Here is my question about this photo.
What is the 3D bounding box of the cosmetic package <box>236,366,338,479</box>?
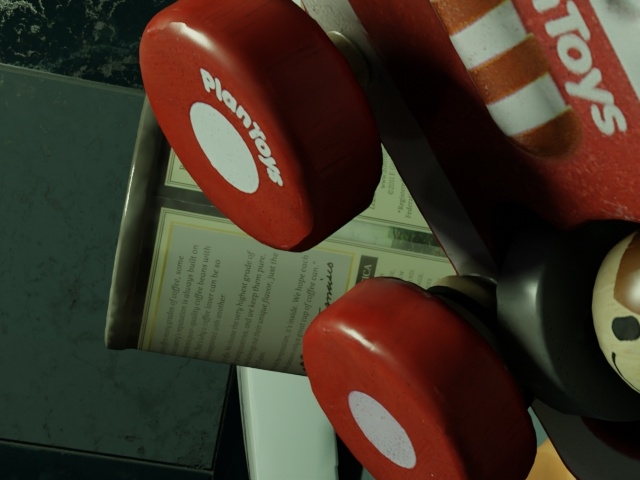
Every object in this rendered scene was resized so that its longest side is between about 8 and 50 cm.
[{"bbox_3d":[-0.048,0.183,1.364,0.377,0.097,0.285,-137,44,-81],"label":"cosmetic package"}]

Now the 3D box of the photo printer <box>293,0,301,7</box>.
[{"bbox_3d":[0.013,-0.109,1.271,0.307,0.107,0.256,-91,-8,-52],"label":"photo printer"}]

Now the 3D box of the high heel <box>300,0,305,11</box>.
[{"bbox_3d":[0.098,-0.052,0.962,0.127,0.181,0.377,-41,-58,-72],"label":"high heel"}]

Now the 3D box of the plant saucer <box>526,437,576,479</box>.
[{"bbox_3d":[0.121,0.188,0.586,0.200,0.037,0.200,-171,90,-82],"label":"plant saucer"}]

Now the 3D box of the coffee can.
[{"bbox_3d":[0.000,0.000,0.818,0.201,0.275,0.202,-170,90,-82],"label":"coffee can"}]

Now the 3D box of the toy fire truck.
[{"bbox_3d":[0.091,-0.025,0.383,0.302,0.169,0.254,60,156,-13],"label":"toy fire truck"}]
